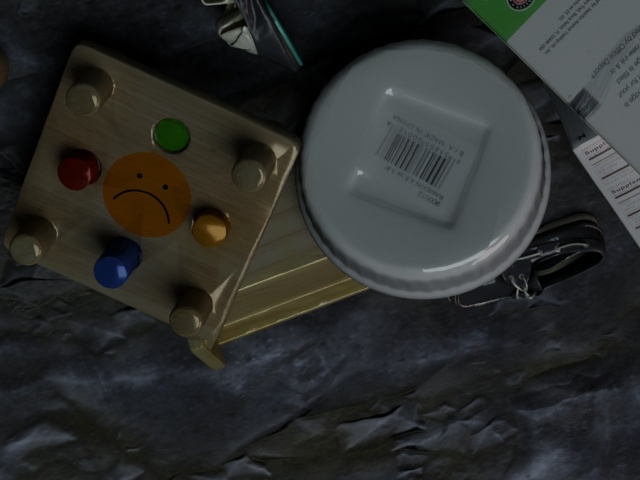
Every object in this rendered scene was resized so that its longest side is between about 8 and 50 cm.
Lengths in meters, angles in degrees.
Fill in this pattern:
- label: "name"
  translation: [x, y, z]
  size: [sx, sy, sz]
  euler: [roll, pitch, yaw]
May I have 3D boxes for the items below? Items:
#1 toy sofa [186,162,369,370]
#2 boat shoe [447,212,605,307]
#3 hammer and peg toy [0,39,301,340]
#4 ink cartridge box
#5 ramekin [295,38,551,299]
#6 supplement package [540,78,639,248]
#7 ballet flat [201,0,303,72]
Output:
- label: "toy sofa"
  translation: [0.000, 0.000, 2.037]
  size: [0.362, 0.177, 0.150]
  euler: [-21, 166, 3]
- label: "boat shoe"
  translation: [0.250, 0.036, 2.185]
  size: [0.206, 0.065, 0.075]
  euler: [-25, 134, 7]
- label: "hammer and peg toy"
  translation: [-0.229, -0.066, 1.870]
  size: [0.361, 0.127, 0.266]
  euler: [24, 115, 0]
- label: "ink cartridge box"
  translation: [0.324, -0.225, 1.827]
  size: [0.289, 0.121, 0.211]
  euler: [45, 114, 1]
- label: "ramekin"
  translation: [0.106, -0.079, 1.881]
  size: [0.277, 0.277, 0.135]
  euler: [-20, 175, 2]
- label: "supplement package"
  translation: [0.374, -0.103, 2.043]
  size: [0.134, 0.139, 0.244]
  euler: [-30, 133, 13]
- label: "ballet flat"
  translation: [-0.084, -0.245, 1.828]
  size: [0.074, 0.074, 0.203]
  euler: [-23, 128, 5]
